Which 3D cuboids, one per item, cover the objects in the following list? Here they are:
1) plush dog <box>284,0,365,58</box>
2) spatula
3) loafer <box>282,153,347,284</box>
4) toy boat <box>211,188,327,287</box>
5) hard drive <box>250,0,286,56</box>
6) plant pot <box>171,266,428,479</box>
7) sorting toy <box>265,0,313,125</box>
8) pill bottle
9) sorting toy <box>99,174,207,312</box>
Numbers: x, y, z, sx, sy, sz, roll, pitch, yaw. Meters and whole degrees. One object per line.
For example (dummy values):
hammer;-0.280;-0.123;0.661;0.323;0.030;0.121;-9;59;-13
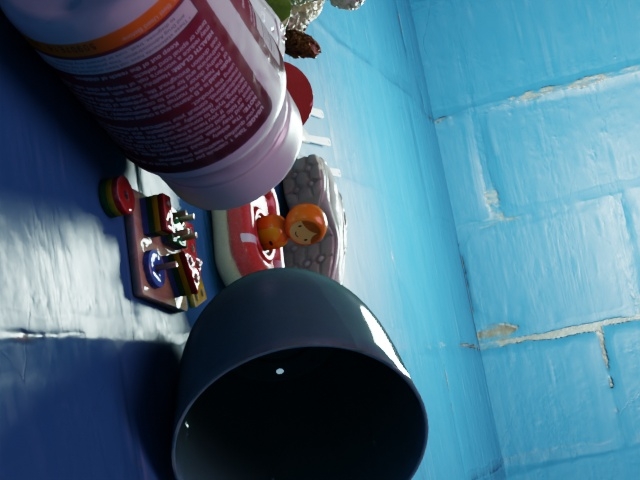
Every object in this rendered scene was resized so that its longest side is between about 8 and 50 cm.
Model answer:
plush dog;-0.052;-0.419;2.175;0.262;0.210;0.225;-109;-149;-51
spatula;-0.015;-0.181;2.434;0.242;0.019;0.168;2;71;-75
loafer;0.000;0.000;2.155;0.111;0.112;0.319;50;30;-43
toy boat;-0.063;-0.010;1.861;0.151;0.151;0.231;44;36;-63
hard drive;-0.145;-0.271;1.846;0.339;0.064;0.237;46;47;-61
plant pot;-0.037;0.170;1.590;0.235;0.293;0.293;-105;173;-56
sorting toy;-0.114;-0.333;2.101;0.126;0.127;0.366;159;-83;-76
pill bottle;-0.173;-0.210;1.495;0.392;0.224;0.224;55;26;-54
sorting toy;-0.182;0.012;1.618;0.274;0.046;0.132;35;45;-69
